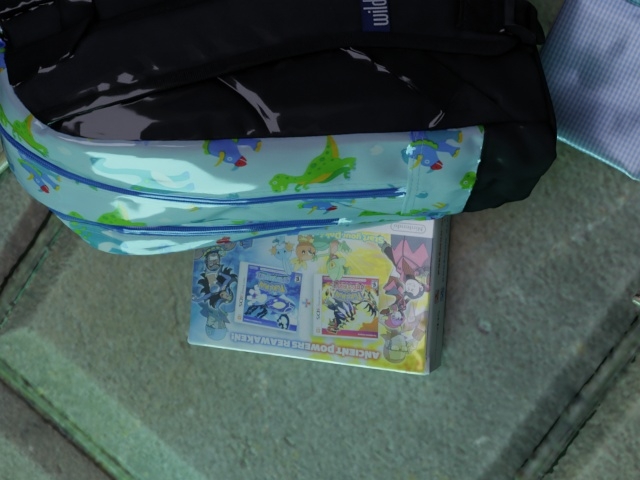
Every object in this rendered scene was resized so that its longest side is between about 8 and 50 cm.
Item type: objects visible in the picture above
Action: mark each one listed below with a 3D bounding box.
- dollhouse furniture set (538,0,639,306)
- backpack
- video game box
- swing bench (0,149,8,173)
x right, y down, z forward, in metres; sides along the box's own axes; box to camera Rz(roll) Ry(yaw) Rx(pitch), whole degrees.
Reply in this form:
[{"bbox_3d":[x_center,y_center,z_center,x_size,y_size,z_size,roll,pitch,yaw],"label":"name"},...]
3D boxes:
[{"bbox_3d":[0.229,-0.075,1.071,0.303,0.198,0.286,31,105,17],"label":"dollhouse furniture set"},{"bbox_3d":[-0.056,-0.124,1.118,0.273,0.356,0.290,120,140,-59],"label":"backpack"},{"bbox_3d":[0.000,0.000,1.251,0.205,0.048,0.187,7,95,21],"label":"video game box"},{"bbox_3d":[-0.345,-0.166,1.315,0.253,0.165,0.254,-39,75,21],"label":"swing bench"}]
